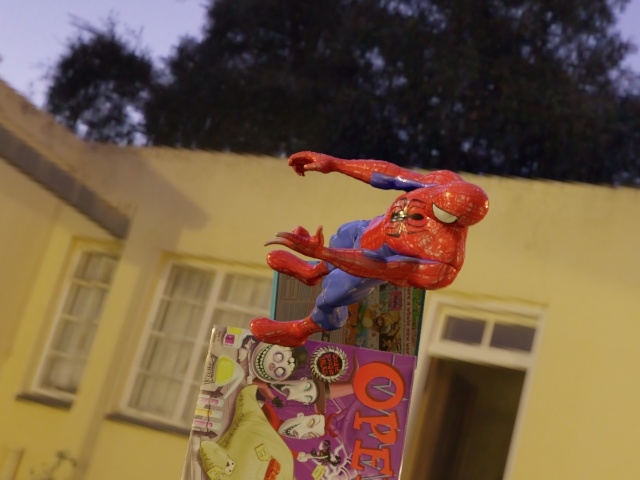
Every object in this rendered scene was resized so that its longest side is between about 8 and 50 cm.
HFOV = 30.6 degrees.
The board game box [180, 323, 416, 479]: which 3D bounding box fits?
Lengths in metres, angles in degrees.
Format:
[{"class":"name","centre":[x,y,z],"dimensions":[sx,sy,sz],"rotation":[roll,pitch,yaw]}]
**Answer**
[{"class":"board game box","centre":[-0.035,0.261,1.104],"dimensions":[0.208,0.347,0.056],"rotation":[10,-22,0]}]

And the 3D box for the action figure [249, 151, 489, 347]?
[{"class":"action figure","centre":[0.000,0.000,0.786],"dimensions":[0.139,0.092,0.280],"rotation":[21,-24,-23]}]

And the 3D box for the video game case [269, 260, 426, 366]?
[{"class":"video game case","centre":[0.028,0.080,1.221],"dimensions":[0.166,0.119,0.015],"rotation":[1,14,-18]}]
